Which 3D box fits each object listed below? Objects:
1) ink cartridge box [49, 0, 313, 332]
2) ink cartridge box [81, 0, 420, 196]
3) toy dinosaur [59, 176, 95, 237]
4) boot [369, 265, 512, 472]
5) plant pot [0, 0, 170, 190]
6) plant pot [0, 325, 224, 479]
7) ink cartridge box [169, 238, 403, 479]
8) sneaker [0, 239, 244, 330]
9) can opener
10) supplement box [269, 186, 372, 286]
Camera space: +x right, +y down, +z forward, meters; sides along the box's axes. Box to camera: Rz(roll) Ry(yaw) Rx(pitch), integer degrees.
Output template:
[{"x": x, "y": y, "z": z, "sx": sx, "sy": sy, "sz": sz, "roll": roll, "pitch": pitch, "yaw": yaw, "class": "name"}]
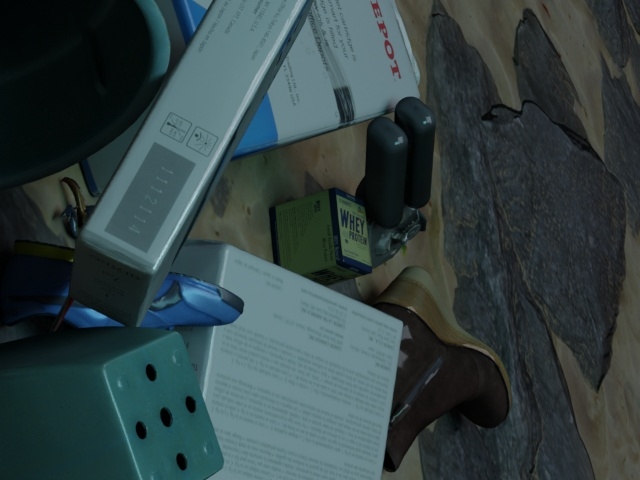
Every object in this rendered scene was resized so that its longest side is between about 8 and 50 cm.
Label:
[{"x": -0.101, "y": -0.070, "z": 1.427, "sx": 0.066, "sy": 0.261, "sz": 0.296, "roll": 28, "pitch": 68, "yaw": -1, "class": "ink cartridge box"}, {"x": -0.090, "y": -0.222, "z": 1.800, "sx": 0.395, "sy": 0.166, "sz": 0.285, "roll": -20, "pitch": 93, "yaw": -60, "class": "ink cartridge box"}, {"x": -0.192, "y": -0.002, "z": 1.645, "sx": 0.082, "sy": 0.047, "sz": 0.090, "roll": 65, "pitch": 14, "yaw": -51, "class": "toy dinosaur"}, {"x": 0.109, "y": 0.175, "z": 2.044, "sx": 0.248, "sy": 0.090, "sz": 0.207, "roll": 55, "pitch": 46, "yaw": -31, "class": "boot"}, {"x": -0.296, "y": -0.255, "z": 1.337, "sx": 0.341, "sy": 0.341, "sz": 0.334, "roll": 30, "pitch": 43, "yaw": -51, "class": "plant pot"}, {"x": -0.202, "y": 0.153, "z": 1.347, "sx": 0.165, "sy": 0.234, "sz": 0.165, "roll": -23, "pitch": 96, "yaw": -60, "class": "plant pot"}, {"x": -0.061, "y": 0.221, "z": 1.741, "sx": 0.308, "sy": 0.091, "sz": 0.384, "roll": 26, "pitch": 70, "yaw": -53, "class": "ink cartridge box"}, {"x": -0.167, "y": 0.058, "z": 1.569, "sx": 0.209, "sy": 0.069, "sz": 0.082, "roll": 13, "pitch": 79, "yaw": -23, "class": "sneaker"}, {"x": 0.064, "y": -0.065, "z": 1.959, "sx": 0.095, "sy": 0.076, "sz": 0.283, "roll": 46, "pitch": -20, "yaw": 23, "class": "can opener"}, {"x": 0.000, "y": 0.000, "z": 1.920, "sx": 0.056, "sy": 0.083, "sz": 0.083, "roll": 22, "pitch": 56, "yaw": -54, "class": "supplement box"}]
